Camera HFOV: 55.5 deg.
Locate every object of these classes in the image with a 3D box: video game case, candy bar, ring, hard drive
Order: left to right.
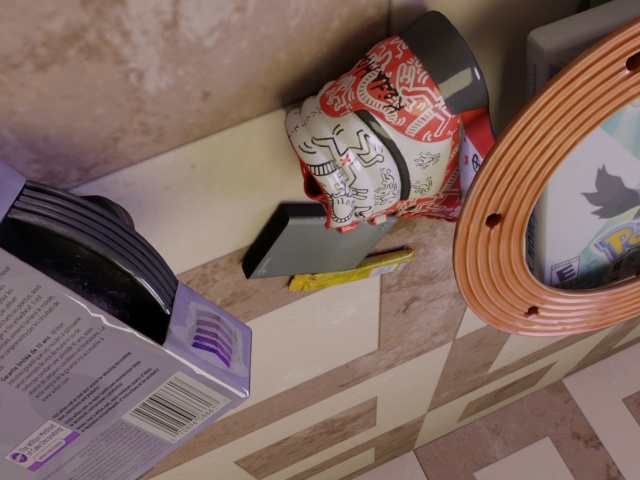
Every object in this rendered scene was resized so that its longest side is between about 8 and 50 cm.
[{"bbox_3d":[0.000,0.000,0.596,0.135,0.022,0.094,-3,145,-38],"label":"hard drive"},{"bbox_3d":[0.039,0.034,0.695,0.162,0.018,0.040,-12,153,-27],"label":"candy bar"},{"bbox_3d":[0.259,-0.042,0.490,0.337,0.032,0.336,-10,133,-11],"label":"ring"},{"bbox_3d":[0.332,-0.092,0.517,0.329,0.036,0.299,-20,135,-1],"label":"video game case"}]

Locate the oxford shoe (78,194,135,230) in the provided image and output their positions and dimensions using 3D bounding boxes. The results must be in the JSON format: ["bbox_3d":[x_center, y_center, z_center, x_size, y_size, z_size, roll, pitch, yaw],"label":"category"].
[{"bbox_3d":[-0.193,0.045,0.470,0.227,0.083,0.096,-49,171,31],"label":"oxford shoe"}]

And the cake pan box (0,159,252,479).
[{"bbox_3d":[-0.213,0.080,0.383,0.267,0.070,0.246,-40,121,23],"label":"cake pan box"}]

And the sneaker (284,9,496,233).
[{"bbox_3d":[0.072,-0.053,0.497,0.145,0.090,0.270,-31,149,11],"label":"sneaker"}]

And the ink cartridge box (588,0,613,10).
[{"bbox_3d":[0.272,-0.234,0.392,0.171,0.056,0.235,-28,151,2],"label":"ink cartridge box"}]
